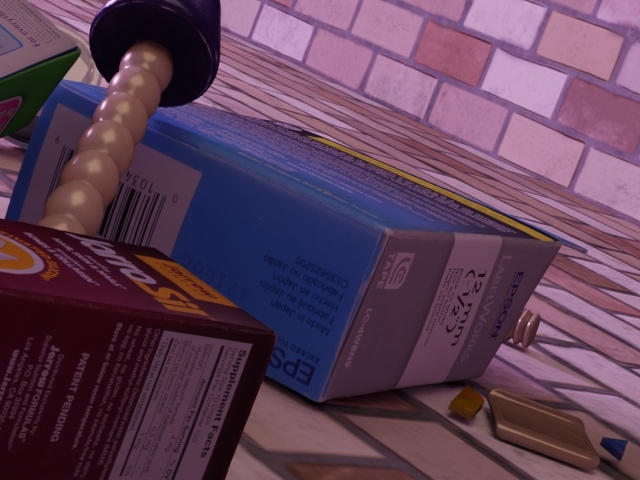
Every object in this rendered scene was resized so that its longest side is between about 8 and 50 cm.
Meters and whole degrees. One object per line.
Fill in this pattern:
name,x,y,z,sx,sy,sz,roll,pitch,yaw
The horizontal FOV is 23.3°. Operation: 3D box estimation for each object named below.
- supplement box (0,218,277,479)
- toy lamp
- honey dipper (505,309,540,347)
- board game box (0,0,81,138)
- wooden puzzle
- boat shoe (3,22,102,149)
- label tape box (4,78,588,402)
supplement box,-0.125,0.042,0.618,0.188,0.081,0.104,12,13,-43
toy lamp,-0.111,-0.059,0.827,0.080,0.080,0.275,21,41,-2
honey dipper,0.098,0.043,1.245,0.160,0.031,0.030,23,10,18
board game box,-0.292,-0.120,0.761,0.242,0.064,0.316,42,26,3
wooden puzzle,0.135,0.118,0.962,0.116,0.014,0.078,22,14,4
boat shoe,-0.337,-0.138,1.224,0.319,0.116,0.099,12,-32,-12
label tape box,0.000,0.000,1.035,0.249,0.115,0.347,25,8,26
